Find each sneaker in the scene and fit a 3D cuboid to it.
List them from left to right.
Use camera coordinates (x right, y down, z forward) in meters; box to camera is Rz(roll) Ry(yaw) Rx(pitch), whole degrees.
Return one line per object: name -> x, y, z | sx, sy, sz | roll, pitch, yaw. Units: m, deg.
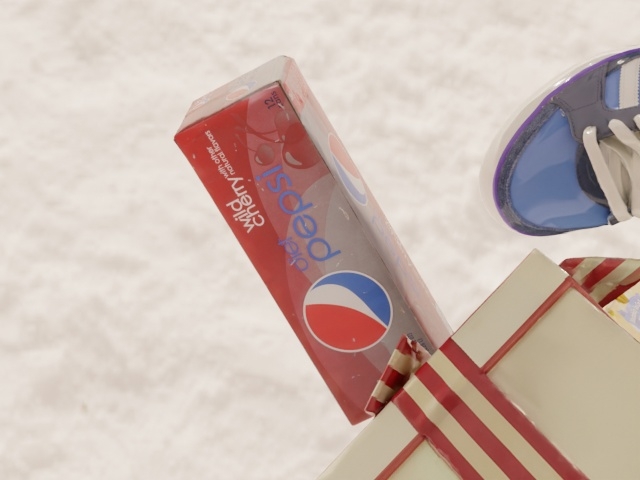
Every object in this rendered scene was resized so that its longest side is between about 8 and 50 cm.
sneaker -> 0.294, -0.072, 1.242 | 0.323, 0.130, 0.236 | -25, 23, -2

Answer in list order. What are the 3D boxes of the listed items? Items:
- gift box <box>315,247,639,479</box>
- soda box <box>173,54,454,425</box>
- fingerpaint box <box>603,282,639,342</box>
gift box -> 0.184, 0.172, 1.047 | 0.276, 0.255, 0.258 | -44, 38, -2
soda box -> 0.000, 0.000, 1.215 | 0.092, 0.263, 0.083 | -26, 17, 15
fingerpaint box -> 0.342, 0.233, 1.514 | 0.371, 0.163, 0.445 | 45, 18, 5
